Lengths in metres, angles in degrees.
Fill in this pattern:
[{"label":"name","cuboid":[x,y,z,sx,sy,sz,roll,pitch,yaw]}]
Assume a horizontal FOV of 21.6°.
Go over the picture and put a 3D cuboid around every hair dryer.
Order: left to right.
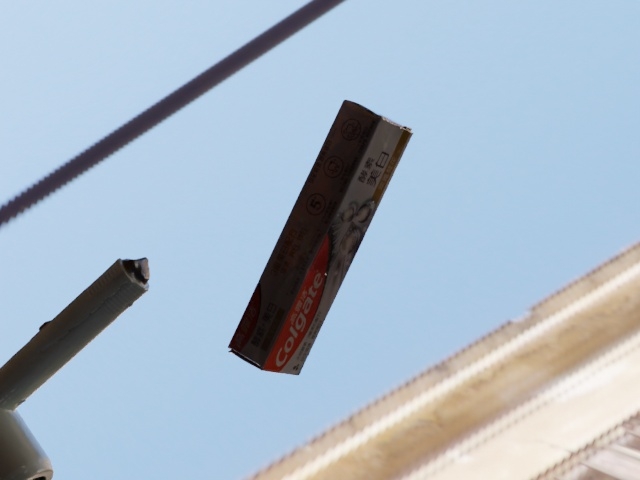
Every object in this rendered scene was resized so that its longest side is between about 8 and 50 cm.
[{"label":"hair dryer","cuboid":[-0.216,0.102,1.353,0.236,0.073,0.131,-42,-106,9]}]

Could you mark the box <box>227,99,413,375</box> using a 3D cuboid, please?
[{"label":"box","cuboid":[0.000,0.000,1.299,0.055,0.040,0.218,20,-83,-57]}]
